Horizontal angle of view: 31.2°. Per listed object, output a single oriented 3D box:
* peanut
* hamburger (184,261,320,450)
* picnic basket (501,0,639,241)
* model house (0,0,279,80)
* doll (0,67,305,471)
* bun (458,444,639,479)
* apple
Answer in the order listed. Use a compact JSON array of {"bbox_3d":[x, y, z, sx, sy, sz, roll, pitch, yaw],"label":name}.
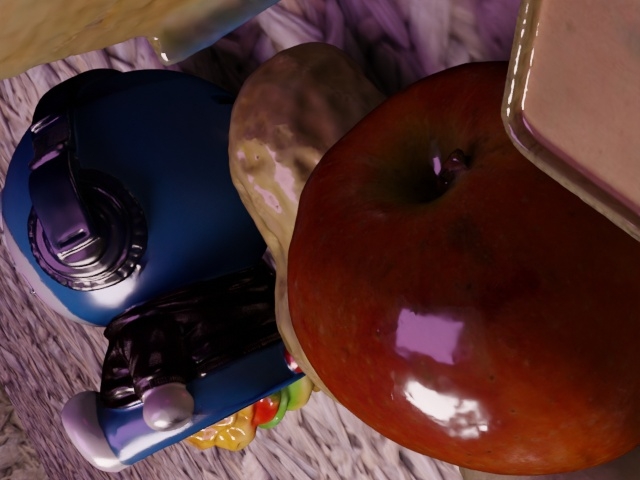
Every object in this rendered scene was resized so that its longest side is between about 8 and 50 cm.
[{"bbox_3d":[0.029,0.013,0.813,0.152,0.152,0.313,13,129,55],"label":"peanut"},{"bbox_3d":[-0.123,0.113,1.182,0.237,0.149,0.237,40,151,28],"label":"hamburger"},{"bbox_3d":[0.207,-0.060,0.426,0.267,0.139,0.165,40,150,29],"label":"picnic basket"},{"bbox_3d":[-0.090,-0.301,0.479,0.334,0.343,0.382,62,146,7],"label":"model house"},{"bbox_3d":[-0.135,0.004,0.952,0.310,0.240,0.284,64,-163,6],"label":"doll"},{"bbox_3d":[0.172,0.148,0.751,0.173,0.167,0.113,20,94,41],"label":"bun"},{"bbox_3d":[0.098,0.022,0.636,0.230,0.230,0.230,40,150,29],"label":"apple"}]
